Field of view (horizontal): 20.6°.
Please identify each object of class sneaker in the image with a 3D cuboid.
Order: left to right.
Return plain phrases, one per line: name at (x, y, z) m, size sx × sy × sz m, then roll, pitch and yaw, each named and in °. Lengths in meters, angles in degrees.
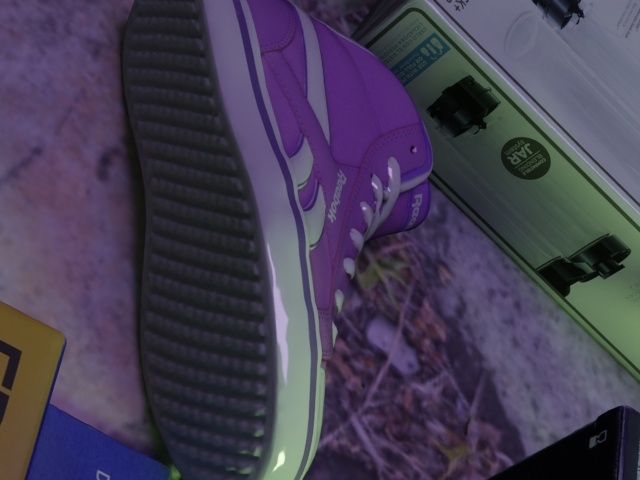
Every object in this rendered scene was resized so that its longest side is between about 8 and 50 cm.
sneaker at (0.001, -0.001, 0.838) m, size 0.161 × 0.102 × 0.282 m, roll 18°, pitch 53°, yaw -35°

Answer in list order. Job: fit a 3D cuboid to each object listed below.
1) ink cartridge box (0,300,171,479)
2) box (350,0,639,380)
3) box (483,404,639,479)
ink cartridge box at (-0.191, 0.134, 0.609) m, size 0.307 × 0.072 × 0.304 m, roll 28°, pitch 48°, yaw -22°
box at (0.158, -0.059, 1.018) m, size 0.290 × 0.087 × 0.169 m, roll 42°, pitch 44°, yaw -10°
box at (0.137, 0.172, 0.798) m, size 0.158 × 0.156 × 0.093 m, roll 31°, pitch 47°, yaw -22°
